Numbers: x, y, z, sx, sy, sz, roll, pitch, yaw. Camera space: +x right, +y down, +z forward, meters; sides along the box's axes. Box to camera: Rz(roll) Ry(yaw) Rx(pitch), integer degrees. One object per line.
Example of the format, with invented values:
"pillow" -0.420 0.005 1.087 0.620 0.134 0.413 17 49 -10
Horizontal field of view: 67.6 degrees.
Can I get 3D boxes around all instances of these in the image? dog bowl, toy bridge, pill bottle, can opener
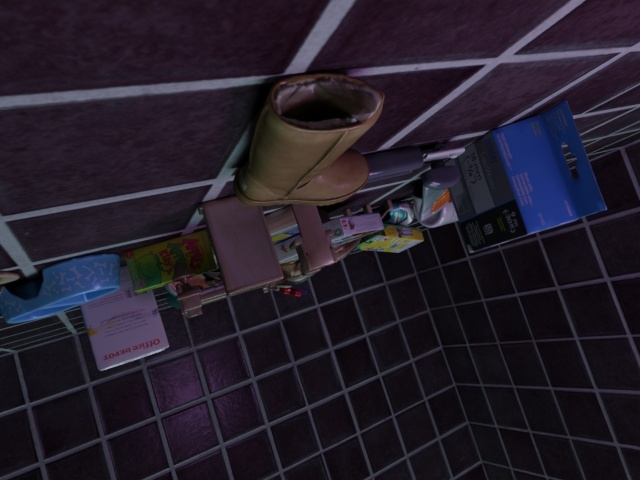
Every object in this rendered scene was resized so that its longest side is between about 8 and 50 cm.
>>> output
"dog bowl" -0.566 0.108 1.039 0.297 0.074 0.166 -21 173 17
"toy bridge" 0.152 -0.081 1.492 0.188 0.063 0.026 -15 173 -31
"pill bottle" 0.428 -0.124 1.590 0.229 0.131 0.131 -14 173 -38
"can opener" 0.171 -0.140 0.937 0.280 0.093 0.074 -10 172 -24

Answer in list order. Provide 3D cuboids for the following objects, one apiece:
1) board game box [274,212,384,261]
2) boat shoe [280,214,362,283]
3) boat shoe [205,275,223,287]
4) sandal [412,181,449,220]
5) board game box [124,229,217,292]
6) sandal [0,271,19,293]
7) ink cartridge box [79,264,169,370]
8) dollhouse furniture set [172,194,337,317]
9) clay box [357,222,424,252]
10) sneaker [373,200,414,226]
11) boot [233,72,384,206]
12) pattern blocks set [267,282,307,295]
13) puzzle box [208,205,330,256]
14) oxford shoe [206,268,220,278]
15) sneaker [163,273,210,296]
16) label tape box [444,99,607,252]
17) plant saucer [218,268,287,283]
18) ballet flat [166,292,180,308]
"board game box" 0.000 0.000 1.331 0.305 0.053 0.193 -23 172 38
"boat shoe" 0.004 0.012 1.561 0.324 0.120 0.122 -36 -138 -15
"boat shoe" -0.284 0.089 1.585 0.223 0.080 0.073 -37 141 9
"sandal" 0.314 -0.149 1.372 0.102 0.076 0.265 -32 154 -6
"board game box" -0.333 0.046 1.073 0.181 0.092 0.043 -17 173 -11
"sandal" -0.610 0.102 0.818 0.088 0.079 0.240 -18 174 1
"ink cartridge box" -0.516 0.198 1.233 0.171 0.232 0.168 -15 173 -27
"dollhouse furniture set" -0.166 0.032 1.019 0.303 0.173 0.355 -15 173 -17
"clay box" 0.231 -0.007 1.636 0.222 0.053 0.127 7 154 -38
"sneaker" 0.211 -0.074 1.685 0.110 0.107 0.275 2 158 -27
"boot" 0.012 -0.119 0.630 0.236 0.089 0.269 -16 172 -24
"pattern blocks set" -0.211 0.163 1.802 0.325 0.026 0.285 10 177 7
"puzzle box" -0.189 0.001 1.287 0.409 0.052 0.272 -20 173 13
"oxford shoe" -0.243 0.061 1.491 0.271 0.097 0.098 -20 167 10
"sneaker" -0.441 0.150 1.616 0.121 0.108 0.302 1 171 25
"label tape box" 0.427 -0.126 1.072 0.106 0.240 0.334 -14 172 -18
"plant saucer" -0.194 0.089 1.381 0.199 0.036 0.198 3 -170 -1
"ballet flat" -0.503 0.203 1.925 0.316 0.107 0.106 -22 172 42
